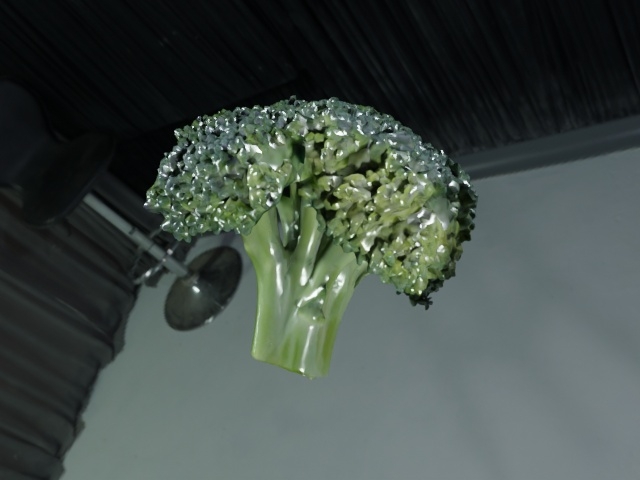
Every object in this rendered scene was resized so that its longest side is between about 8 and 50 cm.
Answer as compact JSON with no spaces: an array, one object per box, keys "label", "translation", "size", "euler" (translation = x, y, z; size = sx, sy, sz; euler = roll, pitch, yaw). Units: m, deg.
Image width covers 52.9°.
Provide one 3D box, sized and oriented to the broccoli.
[{"label":"broccoli","translation":[0.012,-0.015,0.679],"size":[0.249,0.375,0.302],"euler":[-23,61,50]}]
